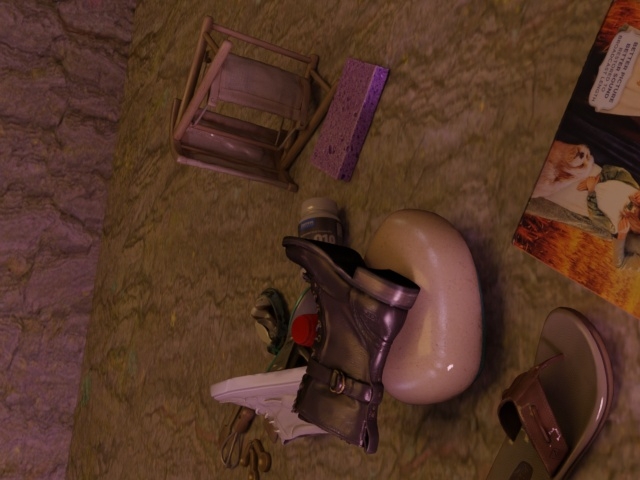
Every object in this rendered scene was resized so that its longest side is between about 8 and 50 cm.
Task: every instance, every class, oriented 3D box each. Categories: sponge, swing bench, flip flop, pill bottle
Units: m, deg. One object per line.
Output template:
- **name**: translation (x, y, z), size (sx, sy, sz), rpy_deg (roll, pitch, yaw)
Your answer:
- **sponge**: translation (0.049, -0.219, 1.412), size (0.117, 0.031, 0.210), rpy_deg (41, 115, 57)
- **swing bench**: translation (-0.135, -0.254, 1.521), size (0.254, 0.253, 0.165), rpy_deg (-64, 32, 22)
- **flip flop**: translation (0.235, 0.207, 0.877), size (0.112, 0.080, 0.277), rpy_deg (43, 116, 57)
- **pill bottle**: translation (0.000, 0.000, 1.366), size (0.078, 0.078, 0.137), rpy_deg (-36, 50, 49)

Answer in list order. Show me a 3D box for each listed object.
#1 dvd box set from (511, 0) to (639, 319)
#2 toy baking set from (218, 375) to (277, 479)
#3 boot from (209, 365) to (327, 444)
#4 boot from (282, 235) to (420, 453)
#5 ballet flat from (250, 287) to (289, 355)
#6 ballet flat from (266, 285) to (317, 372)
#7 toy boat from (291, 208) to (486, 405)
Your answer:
- **dvd box set**: translation (0.381, -0.053, 0.743), size (0.420, 0.062, 0.307), rpy_deg (42, 116, 57)
- **toy baking set**: translation (-0.149, 0.360, 1.532), size (0.256, 0.030, 0.196), rpy_deg (3, 82, 60)
- **boot**: translation (-0.080, 0.282, 1.321), size (0.258, 0.095, 0.123), rpy_deg (-16, 79, 37)
- **boot**: translation (0.006, 0.127, 1.030), size (0.263, 0.091, 0.229), rpy_deg (28, 103, 48)
- **ballet flat**: translation (-0.099, 0.148, 1.494), size (0.070, 0.070, 0.188), rpy_deg (-64, 32, 22)
- **ballet flat**: translation (-0.029, 0.179, 1.377), size (0.068, 0.072, 0.213), rpy_deg (38, 115, 28)
- **toy boat**: translation (0.105, 0.102, 1.106), size (0.318, 0.148, 0.267), rpy_deg (-23, 64, 46)
